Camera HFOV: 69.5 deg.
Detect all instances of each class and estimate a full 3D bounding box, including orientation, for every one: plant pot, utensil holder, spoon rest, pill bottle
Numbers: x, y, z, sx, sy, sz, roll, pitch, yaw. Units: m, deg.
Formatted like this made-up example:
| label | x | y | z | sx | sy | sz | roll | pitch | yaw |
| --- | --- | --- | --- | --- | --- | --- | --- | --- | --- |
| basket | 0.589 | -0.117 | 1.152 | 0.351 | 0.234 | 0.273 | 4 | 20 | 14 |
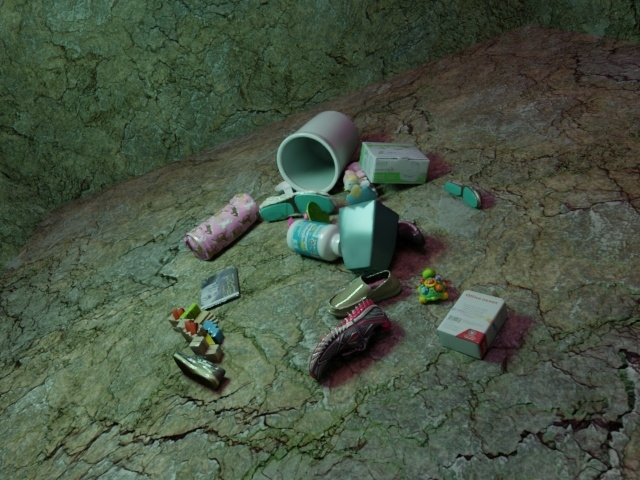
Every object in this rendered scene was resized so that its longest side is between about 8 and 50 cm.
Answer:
| label | x | y | z | sx | sy | sz | roll | pitch | yaw |
| --- | --- | --- | --- | --- | --- | --- | --- | --- | --- |
| plant pot | 0.174 | 0.002 | 1.678 | 0.166 | 0.165 | 0.234 | -12 | 66 | 38 |
| utensil holder | 0.006 | -0.465 | 2.382 | 0.328 | 0.327 | 0.385 | -3 | 31 | 28 |
| spoon rest | -0.165 | -0.263 | 2.418 | 0.137 | 0.084 | 0.276 | -22 | 33 | -1 |
| pill bottle | 0.000 | 0.000 | 1.863 | 0.264 | 0.146 | 0.146 | 10 | 44 | 41 |

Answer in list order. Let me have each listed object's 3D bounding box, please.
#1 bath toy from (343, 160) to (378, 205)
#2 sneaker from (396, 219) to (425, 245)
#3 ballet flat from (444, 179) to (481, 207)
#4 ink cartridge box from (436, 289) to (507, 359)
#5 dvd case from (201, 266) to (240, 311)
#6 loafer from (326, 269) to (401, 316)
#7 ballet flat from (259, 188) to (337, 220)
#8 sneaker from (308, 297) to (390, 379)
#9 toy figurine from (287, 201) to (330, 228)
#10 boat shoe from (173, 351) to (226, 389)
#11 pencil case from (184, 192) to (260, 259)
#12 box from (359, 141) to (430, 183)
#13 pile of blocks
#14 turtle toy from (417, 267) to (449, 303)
| label | x | y | z | sx | sy | sz | roll | pitch | yaw |
| --- | --- | --- | --- | --- | --- | --- | --- | --- | --- |
| bath toy | 0.169 | -0.278 | 2.205 | 0.129 | 0.151 | 0.348 | -38 | 23 | 17 |
| sneaker | 0.271 | -0.003 | 1.770 | 0.163 | 0.106 | 0.281 | -36 | 26 | -9 |
| ballet flat | 0.601 | -0.197 | 1.884 | 0.079 | 0.076 | 0.221 | -11 | 27 | -20 |
| ink cartridge box | 0.436 | 0.236 | 1.317 | 0.127 | 0.072 | 0.175 | 13 | 46 | 43 |
| dvd case | -0.423 | 0.201 | 1.934 | 0.165 | 0.018 | 0.221 | -22 | 32 | -1 |
| loafer | 0.141 | 0.171 | 1.573 | 0.269 | 0.092 | 0.102 | -23 | 32 | -2 |
| ballet flat | -0.108 | -0.189 | 2.213 | 0.409 | 0.147 | 0.147 | -5 | 35 | 23 |
| sneaker | 0.084 | 0.306 | 1.392 | 0.299 | 0.121 | 0.112 | -41 | 67 | -16 |
| toy figurine | -0.067 | -0.083 | 2.070 | 0.159 | 0.173 | 0.130 | -22 | 72 | 30 |
| boat shoe | -0.402 | 0.422 | 1.540 | 0.224 | 0.080 | 0.073 | 15 | 42 | 37 |
| pencil case | -0.473 | -0.069 | 2.240 | 0.167 | 0.160 | 0.386 | 4 | 40 | 48 |
| box | 0.340 | -0.365 | 2.145 | 0.262 | 0.126 | 0.231 | -1 | 31 | -12 |
| pile of blocks | -0.453 | 0.309 | 1.700 | 0.149 | 0.112 | 0.362 | -36 | 35 | -22 |
| turtle toy | 0.361 | 0.146 | 1.504 | 0.095 | 0.066 | 0.130 | -13 | 33 | 13 |
